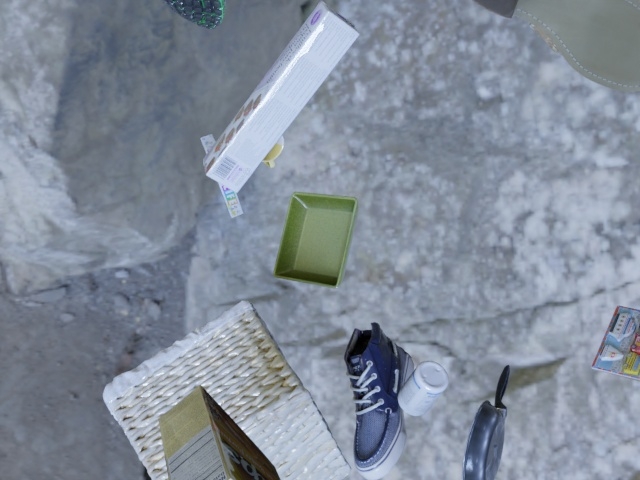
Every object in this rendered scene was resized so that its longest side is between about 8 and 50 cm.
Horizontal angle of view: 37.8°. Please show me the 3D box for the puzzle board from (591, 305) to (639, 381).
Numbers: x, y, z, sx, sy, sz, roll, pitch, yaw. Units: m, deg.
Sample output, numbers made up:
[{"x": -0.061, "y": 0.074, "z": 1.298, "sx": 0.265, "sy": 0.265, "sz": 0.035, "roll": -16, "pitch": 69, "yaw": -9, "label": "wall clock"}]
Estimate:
[{"x": 0.425, "y": 0.136, "z": 1.238, "sx": 0.128, "sy": 0.096, "sz": 0.011, "roll": -51, "pitch": 143, "yaw": -41, "label": "puzzle board"}]

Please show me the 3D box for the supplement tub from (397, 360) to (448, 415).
[{"x": 0.201, "y": 0.290, "z": 1.834, "sx": 0.071, "sy": 0.107, "sz": 0.071, "roll": 11, "pitch": 50, "yaw": -14, "label": "supplement tub"}]

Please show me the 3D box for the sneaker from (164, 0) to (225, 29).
[{"x": -0.209, "y": -0.533, "z": 1.743, "sx": 0.134, "sy": 0.343, "sz": 0.146, "roll": 26, "pitch": 58, "yaw": 3, "label": "sneaker"}]

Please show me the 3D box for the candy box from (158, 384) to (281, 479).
[{"x": -0.114, "y": 0.327, "z": 1.218, "sx": 0.087, "sy": 0.316, "sz": 0.183, "roll": -40, "pitch": 107, "yaw": -4, "label": "candy box"}]

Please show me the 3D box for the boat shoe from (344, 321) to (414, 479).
[{"x": 0.101, "y": 0.330, "z": 1.982, "sx": 0.158, "sy": 0.127, "sz": 0.340, "roll": 49, "pitch": 32, "yaw": -26, "label": "boat shoe"}]

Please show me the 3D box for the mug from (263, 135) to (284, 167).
[{"x": -0.108, "y": -0.172, "z": 1.665, "sx": 0.062, "sy": 0.064, "sz": 0.078, "roll": 1, "pitch": 113, "yaw": -33, "label": "mug"}]

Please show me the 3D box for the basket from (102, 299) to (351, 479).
[{"x": -0.167, "y": 0.358, "z": 1.738, "sx": 0.331, "sy": 0.266, "sz": 0.328, "roll": -32, "pitch": 135, "yaw": -8, "label": "basket"}]

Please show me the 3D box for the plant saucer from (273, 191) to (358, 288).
[{"x": 0.000, "y": 0.000, "z": 1.929, "sx": 0.045, "sy": 0.188, "sz": 0.188, "roll": 18, "pitch": 83, "yaw": -47, "label": "plant saucer"}]

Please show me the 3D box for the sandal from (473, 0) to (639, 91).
[{"x": 0.232, "y": -0.230, "z": 0.895, "sx": 0.240, "sy": 0.088, "sz": 0.079, "roll": 22, "pitch": 34, "yaw": -22, "label": "sandal"}]

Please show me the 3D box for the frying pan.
[{"x": 0.353, "y": 0.402, "z": 1.914, "sx": 0.326, "sy": 0.053, "sz": 0.197, "roll": -27, "pitch": 122, "yaw": -59, "label": "frying pan"}]

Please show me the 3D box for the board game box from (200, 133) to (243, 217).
[{"x": -0.194, "y": -0.128, "z": 1.830, "sx": 0.026, "sy": 0.154, "sz": 0.103, "roll": -21, "pitch": 129, "yaw": -5, "label": "board game box"}]

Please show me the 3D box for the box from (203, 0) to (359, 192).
[{"x": -0.066, "y": -0.220, "z": 1.459, "sx": 0.067, "sy": 0.324, "sz": 0.063, "roll": 30, "pitch": 20, "yaw": -26, "label": "box"}]
